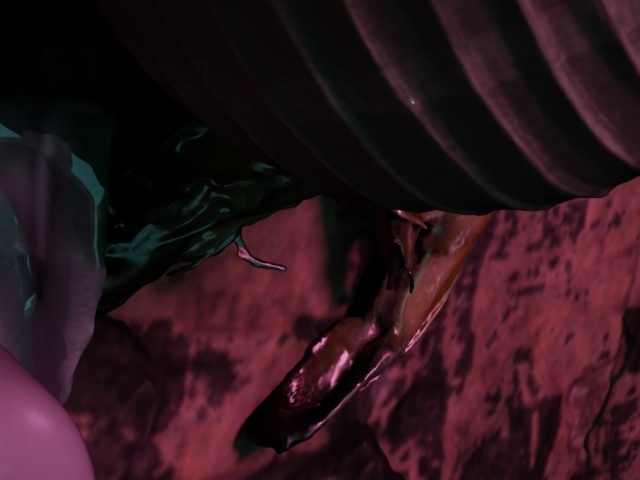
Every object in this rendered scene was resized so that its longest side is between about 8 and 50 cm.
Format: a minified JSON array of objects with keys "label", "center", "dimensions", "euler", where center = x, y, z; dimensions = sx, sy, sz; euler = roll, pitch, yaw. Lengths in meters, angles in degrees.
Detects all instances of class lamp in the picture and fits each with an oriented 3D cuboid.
[{"label":"lamp","center":[0.047,-0.120,0.472],"dimensions":[0.233,0.233,0.265],"euler":[-57,143,-17]}]

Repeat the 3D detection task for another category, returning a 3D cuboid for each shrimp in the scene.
[{"label":"shrimp","center":[0.000,0.000,0.615],"dimensions":[0.217,0.051,0.150],"euler":[-28,132,-39]}]

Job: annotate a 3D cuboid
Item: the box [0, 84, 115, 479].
[{"label":"box","center":[-0.170,0.106,0.399],"dimensions":[0.336,0.106,0.264],"euler":[-7,110,-46]}]
